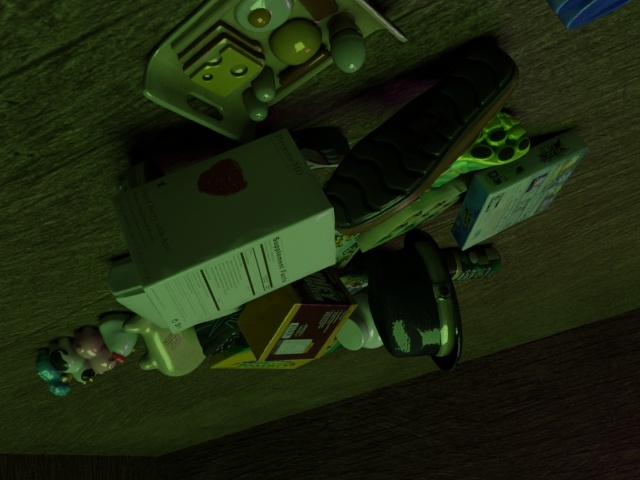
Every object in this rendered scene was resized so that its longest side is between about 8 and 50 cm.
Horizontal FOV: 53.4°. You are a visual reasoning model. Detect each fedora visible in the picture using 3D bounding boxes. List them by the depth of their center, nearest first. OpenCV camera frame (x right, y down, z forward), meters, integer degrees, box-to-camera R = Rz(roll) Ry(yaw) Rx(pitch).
[{"bbox_3d":[0.197,0.145,1.449,0.152,0.334,0.334,-11,156,-9],"label":"fedora"}]

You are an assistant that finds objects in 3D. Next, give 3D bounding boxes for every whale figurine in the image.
[{"bbox_3d":[-0.417,0.244,1.701,0.216,0.141,0.272,-52,134,-9],"label":"whale figurine"}]

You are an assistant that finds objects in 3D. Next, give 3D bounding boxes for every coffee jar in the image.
[{"bbox_3d":[0.409,0.068,1.798,0.184,0.079,0.096,-4,154,-20],"label":"coffee jar"}]

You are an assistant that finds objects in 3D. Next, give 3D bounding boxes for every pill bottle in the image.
[{"bbox_3d":[0.151,0.180,1.627,0.264,0.146,0.146,-27,170,-43],"label":"pill bottle"}]

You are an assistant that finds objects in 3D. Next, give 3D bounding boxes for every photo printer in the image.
[{"bbox_3d":[-0.307,0.111,1.482,0.255,0.107,0.307,-16,156,4],"label":"photo printer"}]

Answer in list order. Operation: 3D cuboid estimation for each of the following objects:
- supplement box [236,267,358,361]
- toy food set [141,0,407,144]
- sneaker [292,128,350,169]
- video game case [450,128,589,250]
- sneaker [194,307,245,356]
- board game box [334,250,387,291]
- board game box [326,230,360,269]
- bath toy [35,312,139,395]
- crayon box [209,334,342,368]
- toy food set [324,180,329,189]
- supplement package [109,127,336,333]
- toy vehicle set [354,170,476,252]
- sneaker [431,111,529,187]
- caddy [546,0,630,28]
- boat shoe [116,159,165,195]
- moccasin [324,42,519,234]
[{"bbox_3d":[-0.056,0.172,1.505,0.194,0.129,0.191,6,126,-42],"label":"supplement box"},{"bbox_3d":[-0.063,-0.244,0.864,0.306,0.092,0.219,-29,152,30],"label":"toy food set"},{"bbox_3d":[-0.033,-0.152,1.130,0.178,0.072,0.077,-1,166,-9],"label":"sneaker"},{"bbox_3d":[0.424,-0.104,1.393,0.244,0.061,0.269,-24,157,-11],"label":"video game case"},{"bbox_3d":[-0.218,0.193,1.628,0.267,0.106,0.101,-35,166,15],"label":"sneaker"},{"bbox_3d":[0.102,0.096,1.750,0.201,0.035,0.136,-21,155,15],"label":"board game box"},{"bbox_3d":[0.000,0.000,1.444,0.192,0.053,0.305,-5,159,-17],"label":"board game box"},{"bbox_3d":[-0.619,0.313,1.732,0.348,0.129,0.151,-28,152,28],"label":"bath toy"},{"bbox_3d":[-0.121,0.317,2.024,0.362,0.106,0.313,12,145,-44],"label":"crayon box"},{"bbox_3d":[0.040,-0.099,1.318,0.083,0.020,0.082,-2,154,-24],"label":"toy food set"},{"bbox_3d":[-0.143,-0.015,1.000,0.292,0.178,0.175,-24,151,-11],"label":"supplement package"},{"bbox_3d":[0.209,-0.064,1.338,0.266,0.035,0.166,-23,168,-44],"label":"toy vehicle set"},{"bbox_3d":[0.246,-0.168,1.209,0.295,0.110,0.123,-15,177,0],"label":"sneaker"},{"bbox_3d":[0.348,-0.386,0.682,0.341,0.179,0.241,-27,176,27],"label":"caddy"},{"bbox_3d":[-0.315,-0.037,1.157,0.103,0.118,0.320,-14,163,-11],"label":"boat shoe"},{"bbox_3d":[0.157,-0.153,1.032,0.380,0.139,0.147,-49,163,-2],"label":"moccasin"}]
